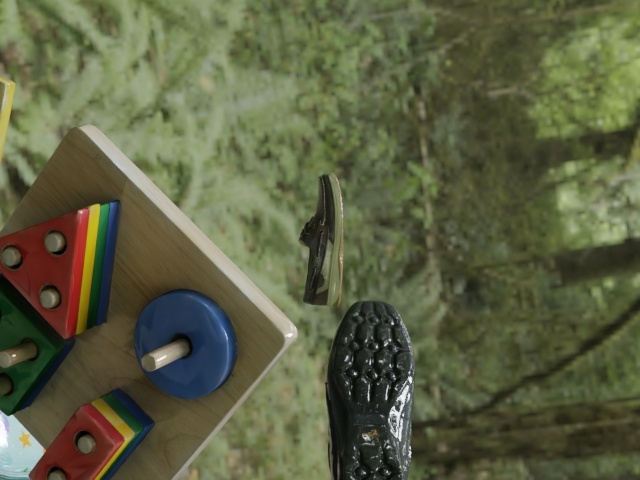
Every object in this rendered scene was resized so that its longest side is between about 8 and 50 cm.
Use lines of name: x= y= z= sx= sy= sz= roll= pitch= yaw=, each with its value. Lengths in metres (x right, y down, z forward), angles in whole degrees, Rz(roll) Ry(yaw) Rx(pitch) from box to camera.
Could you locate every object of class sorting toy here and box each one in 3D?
sorting toy: x=-0.107 y=0.037 z=0.568 sx=0.274 sy=0.132 sz=0.046 roll=45 pitch=25 yaw=11

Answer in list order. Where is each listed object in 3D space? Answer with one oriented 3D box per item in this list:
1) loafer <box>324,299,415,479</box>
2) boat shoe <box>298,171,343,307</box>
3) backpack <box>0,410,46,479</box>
loafer: x=0.038 y=0.155 z=1.085 sx=0.078 sy=0.076 sz=0.223 roll=102 pitch=-10 yaw=-57
boat shoe: x=0.000 y=0.000 z=1.474 sx=0.056 sy=0.049 sz=0.152 roll=-156 pitch=-115 yaw=-84
backpack: x=-0.378 y=0.182 z=1.322 sx=0.253 sy=0.191 sz=0.225 roll=2 pitch=65 yaw=-53
